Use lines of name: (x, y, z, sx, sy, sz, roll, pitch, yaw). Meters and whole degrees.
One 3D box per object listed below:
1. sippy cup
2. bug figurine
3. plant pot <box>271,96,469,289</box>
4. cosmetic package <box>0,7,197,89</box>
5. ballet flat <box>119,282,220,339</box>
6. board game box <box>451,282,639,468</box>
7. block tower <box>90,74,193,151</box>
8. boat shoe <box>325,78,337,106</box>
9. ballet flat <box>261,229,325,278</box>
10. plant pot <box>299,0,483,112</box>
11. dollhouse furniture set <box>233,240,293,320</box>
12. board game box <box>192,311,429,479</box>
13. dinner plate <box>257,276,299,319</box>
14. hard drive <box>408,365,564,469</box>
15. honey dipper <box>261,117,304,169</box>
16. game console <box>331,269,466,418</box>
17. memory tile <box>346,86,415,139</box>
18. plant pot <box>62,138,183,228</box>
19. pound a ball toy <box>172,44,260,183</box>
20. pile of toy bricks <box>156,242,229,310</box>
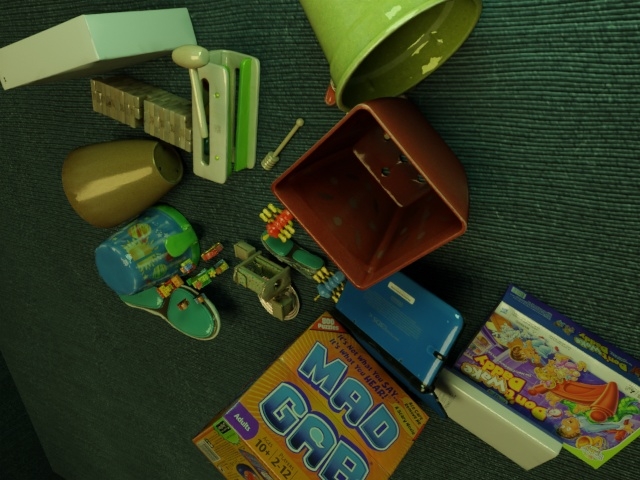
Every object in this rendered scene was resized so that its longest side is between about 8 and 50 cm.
sippy cup: (-0.508, 0.040, 1.529, 0.240, 0.224, 0.305, 39, 129, 10)
bug figurine: (0.000, 0.000, 1.245, 0.216, 0.072, 0.279, -41, 87, 21)
plant pot: (0.121, -0.114, 1.006, 0.267, 0.236, 0.267, 49, 130, -6)
cosmetic package: (-0.524, -0.444, 1.235, 0.377, 0.284, 0.097, 0, 114, 33)
ballet flat: (-0.438, 0.190, 1.634, 0.400, 0.139, 0.139, 16, 123, 26)
board game box: (0.480, 0.279, 1.093, 0.347, 0.078, 0.233, 33, 129, 15)
block tower: (-0.432, -0.334, 1.361, 0.336, 0.097, 0.091, 24, 126, 19)
boat shoe: (0.044, -0.325, 1.077, 0.049, 0.043, 0.137, 44, 132, 4)
ballet flat: (-0.074, 0.041, 1.348, 0.188, 0.070, 0.070, 33, 129, 19)
plant pot: (0.080, -0.401, 0.892, 0.276, 0.276, 0.254, -40, 78, 41)
dollhouse furniture set: (-0.175, 0.120, 1.400, 0.182, 0.101, 0.161, 26, 136, 32)
board game box: (-0.036, 0.466, 1.311, 0.356, 0.356, 0.356, 46, 144, 4)
dinner plate: (-0.114, 0.154, 1.464, 0.141, 0.017, 0.141, 15, 122, 26)
hard drive: (0.355, 0.389, 1.201, 0.319, 0.040, 0.210, 31, 155, 19)
honey dipper: (-0.087, -0.224, 1.230, 0.030, 0.030, 0.160, 47, 129, 3)
game console: (0.181, 0.198, 1.140, 0.293, 0.173, 0.250, 36, 106, 42)
memory tile: (0.118, -0.285, 1.069, 0.113, 0.012, 0.148, 35, 129, 14)
plant pot: (-0.508, -0.176, 1.430, 0.254, 0.237, 0.237, -14, 107, 24)
pound a ball toy: (-0.251, -0.291, 1.185, 0.136, 0.208, 0.319, 22, 126, 22)
pile of toy bricks: (-0.333, 0.106, 1.455, 0.118, 0.212, 0.105, 55, 166, -14)
